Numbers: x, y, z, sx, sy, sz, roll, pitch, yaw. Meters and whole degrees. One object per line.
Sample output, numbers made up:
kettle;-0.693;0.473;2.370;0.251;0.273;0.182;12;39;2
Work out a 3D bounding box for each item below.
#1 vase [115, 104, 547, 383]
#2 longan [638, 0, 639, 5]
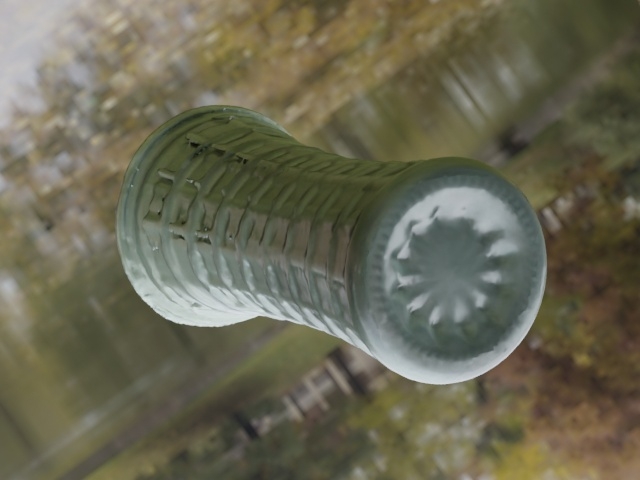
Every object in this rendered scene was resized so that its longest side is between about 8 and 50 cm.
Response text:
vase;0.000;0.000;1.002;0.143;0.143;0.299;-35;-161;-19
longan;0.325;-0.095;0.746;0.404;0.436;0.404;-7;-154;3
